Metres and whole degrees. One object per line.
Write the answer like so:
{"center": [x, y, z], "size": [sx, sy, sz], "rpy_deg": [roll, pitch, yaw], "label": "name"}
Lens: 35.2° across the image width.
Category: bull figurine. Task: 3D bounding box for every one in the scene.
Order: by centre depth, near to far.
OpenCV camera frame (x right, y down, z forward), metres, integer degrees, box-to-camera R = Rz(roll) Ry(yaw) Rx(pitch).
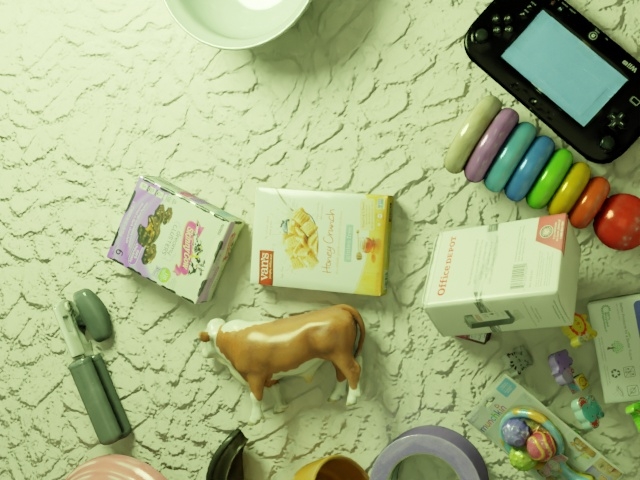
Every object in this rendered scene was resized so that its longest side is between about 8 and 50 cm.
{"center": [-0.067, 0.205, 1.737], "size": [0.310, 0.101, 0.188], "rpy_deg": [-14, 91, 19], "label": "bull figurine"}

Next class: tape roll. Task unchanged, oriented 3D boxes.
{"center": [0.180, 0.407, 1.674], "size": [0.189, 0.080, 0.189], "rpy_deg": [0, 91, 18], "label": "tape roll"}

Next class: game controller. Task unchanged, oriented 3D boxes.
{"center": [0.384, -0.270, 1.600], "size": [0.319, 0.067, 0.166], "rpy_deg": [43, 103, 11], "label": "game controller"}

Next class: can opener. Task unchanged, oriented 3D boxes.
{"center": [-0.407, 0.228, 1.855], "size": [0.095, 0.076, 0.283], "rpy_deg": [-26, 85, 17], "label": "can opener"}

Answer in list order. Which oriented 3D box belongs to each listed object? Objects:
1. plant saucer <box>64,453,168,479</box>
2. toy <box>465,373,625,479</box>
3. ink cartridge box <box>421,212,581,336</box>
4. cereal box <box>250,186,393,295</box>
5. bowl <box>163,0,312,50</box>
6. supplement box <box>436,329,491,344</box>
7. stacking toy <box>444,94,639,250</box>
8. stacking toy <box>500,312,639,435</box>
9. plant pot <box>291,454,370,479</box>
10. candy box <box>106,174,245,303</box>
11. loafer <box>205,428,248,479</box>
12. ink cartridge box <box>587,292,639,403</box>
{"center": [-0.369, 0.555, 1.815], "size": [0.332, 0.084, 0.332], "rpy_deg": [3, 97, 27], "label": "plant saucer"}
{"center": [0.346, 0.338, 1.606], "size": [0.237, 0.056, 0.137], "rpy_deg": [38, 131, 9], "label": "toy"}
{"center": [0.282, 0.056, 1.567], "size": [0.218, 0.092, 0.158], "rpy_deg": [-7, 46, 29], "label": "ink cartridge box"}
{"center": [0.000, 0.000, 1.736], "size": [0.240, 0.047, 0.173], "rpy_deg": [4, 92, 17], "label": "cereal box"}
{"center": [-0.119, -0.464, 1.716], "size": [0.298, 0.134, 0.297], "rpy_deg": [1, 92, 17], "label": "bowl"}
{"center": [0.240, 0.137, 1.661], "size": [0.083, 0.055, 0.043], "rpy_deg": [15, 96, 16], "label": "supplement box"}
{"center": [0.364, -0.089, 1.583], "size": [0.330, 0.141, 0.141], "rpy_deg": [33, 101, 10], "label": "stacking toy"}
{"center": [0.396, 0.234, 1.572], "size": [0.221, 0.052, 0.167], "rpy_deg": [59, 142, 7], "label": "stacking toy"}
{"center": [-0.023, 0.482, 1.690], "size": [0.188, 0.205, 0.205], "rpy_deg": [-25, 84, 31], "label": "plant pot"}
{"center": [-0.258, -0.003, 1.804], "size": [0.196, 0.070, 0.164], "rpy_deg": [26, 99, 15], "label": "candy box"}
{"center": [-0.161, 0.436, 1.788], "size": [0.078, 0.080, 0.220], "rpy_deg": [21, 107, 12], "label": "loafer"}
{"center": [0.590, 0.147, 1.549], "size": [0.333, 0.065, 0.165], "rpy_deg": [-10, 88, 19], "label": "ink cartridge box"}
